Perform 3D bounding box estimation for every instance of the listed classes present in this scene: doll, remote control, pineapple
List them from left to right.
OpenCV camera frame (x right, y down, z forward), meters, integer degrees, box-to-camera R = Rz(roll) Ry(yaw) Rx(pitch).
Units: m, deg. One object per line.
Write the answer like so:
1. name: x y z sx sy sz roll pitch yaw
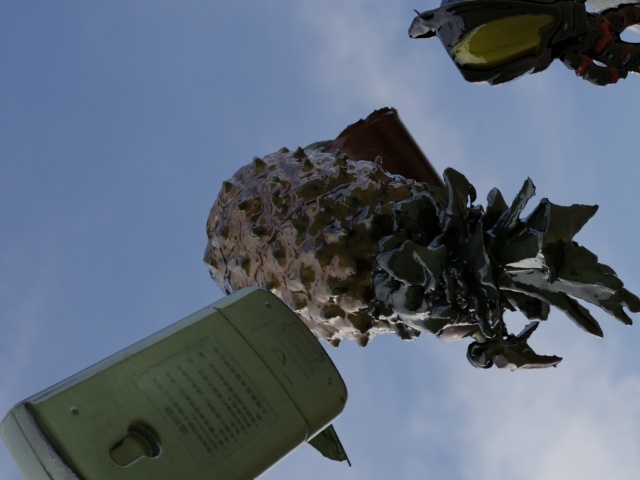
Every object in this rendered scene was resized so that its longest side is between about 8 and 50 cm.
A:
1. remote control: -0.066 0.092 0.704 0.098 0.038 0.233 50 -151 7
2. pineapple: 0.071 0.017 0.990 0.169 0.340 0.169 -13 -73 -46
3. doll: 0.210 -0.208 1.276 0.127 0.248 0.088 -92 9 -54

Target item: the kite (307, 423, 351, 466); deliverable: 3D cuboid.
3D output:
1. kite: -0.083 0.183 1.694 0.323 0.013 0.268 33 -140 -21

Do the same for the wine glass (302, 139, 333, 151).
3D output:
1. wine glass: 0.000 0.000 1.503 0.103 0.103 0.231 51 -144 -37

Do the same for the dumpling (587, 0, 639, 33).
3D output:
1. dumpling: 0.400 -0.341 1.626 0.243 0.175 0.227 56 -173 -40

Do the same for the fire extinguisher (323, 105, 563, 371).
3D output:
1. fire extinguisher: 0.142 0.012 1.438 0.147 0.106 0.337 -27 -99 -43
